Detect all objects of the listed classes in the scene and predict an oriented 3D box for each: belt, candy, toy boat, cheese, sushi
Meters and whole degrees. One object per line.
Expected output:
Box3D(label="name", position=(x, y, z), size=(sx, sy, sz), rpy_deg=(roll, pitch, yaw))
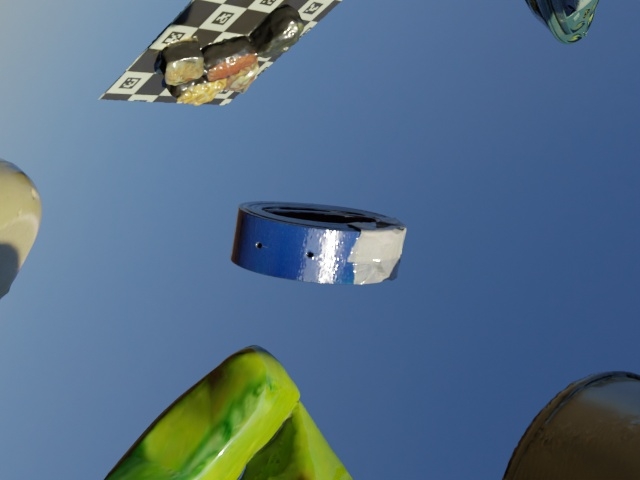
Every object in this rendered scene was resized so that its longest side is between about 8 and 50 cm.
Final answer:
Box3D(label="belt", position=(0.000, 0.000, 1.594), size=(0.212, 0.346, 0.117), rpy_deg=(33, -64, 60))
Box3D(label="candy", position=(0.004, 0.179, 0.354), size=(0.149, 0.246, 0.069), rpy_deg=(-46, 170, -7))
Box3D(label="toy boat", position=(0.168, -0.179, 0.564), size=(0.060, 0.141, 0.055), rpy_deg=(39, -90, 32))
Box3D(label="cheese", position=(-0.337, -0.001, 0.755), size=(0.175, 0.091, 0.202), rpy_deg=(-60, 180, -7))
Box3D(label="sushi", position=(-0.147, -0.317, 1.422), size=(0.359, 0.343, 0.064), rpy_deg=(-36, -103, 32))

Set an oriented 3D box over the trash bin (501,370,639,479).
Box3D(label="trash bin", position=(0.275, 0.222, 0.525), size=(0.277, 0.217, 0.262), rpy_deg=(-27, -159, -28))
